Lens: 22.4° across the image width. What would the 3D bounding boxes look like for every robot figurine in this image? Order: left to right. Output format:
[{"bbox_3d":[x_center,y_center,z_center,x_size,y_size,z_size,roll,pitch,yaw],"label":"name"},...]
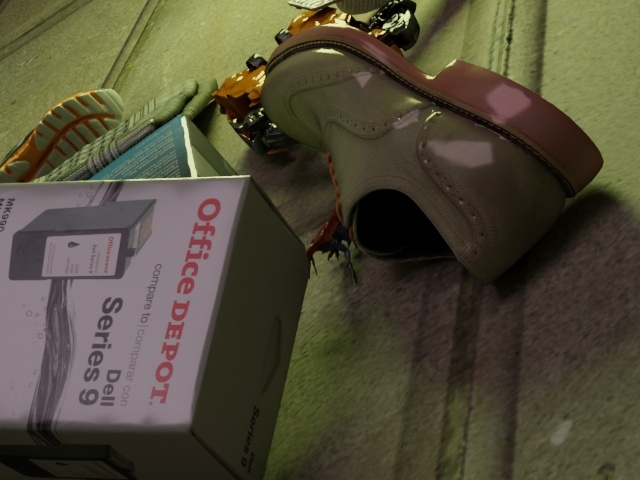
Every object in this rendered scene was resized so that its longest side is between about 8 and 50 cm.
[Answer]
[{"bbox_3d":[0.000,-0.157,1.600,0.211,0.085,0.291,-43,22,-8],"label":"robot figurine"}]

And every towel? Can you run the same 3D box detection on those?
[{"bbox_3d":[-0.270,-0.078,1.810,0.312,0.056,0.324,-34,8,14],"label":"towel"}]

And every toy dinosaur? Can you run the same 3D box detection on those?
[{"bbox_3d":[0.000,0.000,1.325,0.047,0.090,0.082,-19,-16,20],"label":"toy dinosaur"}]

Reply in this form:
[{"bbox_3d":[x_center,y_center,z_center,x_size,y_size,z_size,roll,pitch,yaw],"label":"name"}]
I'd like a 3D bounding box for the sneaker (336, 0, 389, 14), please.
[{"bbox_3d":[0.066,-0.300,1.812,0.134,0.051,0.070,-39,21,-7],"label":"sneaker"}]

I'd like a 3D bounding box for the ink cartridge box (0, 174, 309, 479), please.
[{"bbox_3d":[-0.175,0.068,1.209,0.289,0.121,0.211,-2,60,23],"label":"ink cartridge box"}]

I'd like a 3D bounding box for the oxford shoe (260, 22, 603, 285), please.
[{"bbox_3d":[0.043,-0.071,1.278,0.146,0.140,0.397,-54,30,-8],"label":"oxford shoe"}]

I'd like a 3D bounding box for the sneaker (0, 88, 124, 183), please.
[{"bbox_3d":[-0.341,-0.123,2.064,0.215,0.084,0.083,-38,18,6],"label":"sneaker"}]

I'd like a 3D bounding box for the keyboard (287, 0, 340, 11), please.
[{"bbox_3d":[0.091,-0.288,1.687,0.256,0.014,0.072,-24,16,-17],"label":"keyboard"}]

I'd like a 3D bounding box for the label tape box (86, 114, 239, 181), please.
[{"bbox_3d":[-0.177,0.044,1.466,0.240,0.106,0.334,-36,25,9],"label":"label tape box"}]
